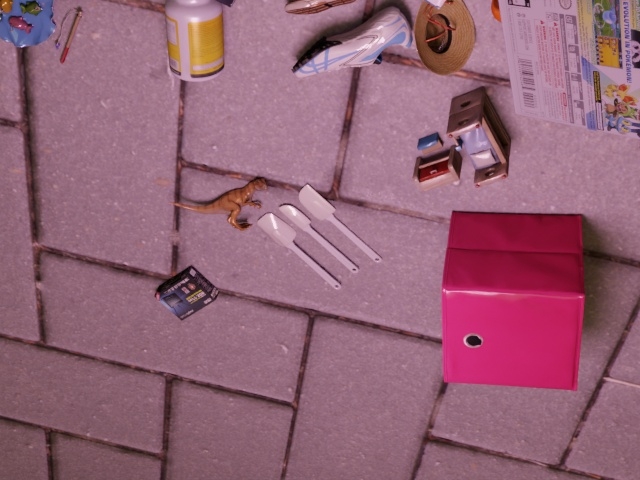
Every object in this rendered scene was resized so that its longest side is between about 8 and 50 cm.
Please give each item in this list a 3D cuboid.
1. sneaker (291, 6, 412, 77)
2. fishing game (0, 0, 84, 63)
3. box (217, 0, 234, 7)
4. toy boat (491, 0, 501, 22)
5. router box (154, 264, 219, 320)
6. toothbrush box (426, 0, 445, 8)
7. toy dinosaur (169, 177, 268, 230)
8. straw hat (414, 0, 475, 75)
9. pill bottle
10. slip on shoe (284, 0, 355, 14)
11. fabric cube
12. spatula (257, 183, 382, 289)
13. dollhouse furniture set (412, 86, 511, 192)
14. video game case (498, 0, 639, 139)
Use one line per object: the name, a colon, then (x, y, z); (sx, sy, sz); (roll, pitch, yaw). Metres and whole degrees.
sneaker: (0.054, -0.335, 1.720); (0.237, 0.085, 0.086); (-19, 117, 28)
fishing game: (-0.585, -0.444, 1.819); (0.264, 0.041, 0.189); (29, 132, -10)
box: (-0.186, -0.490, 1.607); (0.158, 0.156, 0.093); (24, 130, -6)
toy boat: (0.351, -0.383, 1.594); (0.151, 0.151, 0.231); (21, 137, 36)
router box: (-0.306, 0.121, 2.205); (0.122, 0.038, 0.092); (-31, 116, 32)
toothbrush box: (0.195, -0.511, 1.408); (0.126, 0.295, 0.216); (29, 128, -11)
toy dinosaur: (-0.193, -0.072, 2.020); (0.211, 0.064, 0.112); (-20, 103, 16)
straw hat: (0.197, -0.360, 1.676); (0.061, 0.144, 0.144); (16, 145, 55)
pill bottle: (-0.226, -0.387, 1.734); (0.103, 0.103, 0.184); (8, 130, 7)
slip on shoe: (-0.001, -0.428, 1.690); (0.135, 0.051, 0.041); (-8, 86, 29)
fabric cube: (0.377, 0.117, 1.892); (0.258, 0.259, 0.254); (3, 128, 12)
spatula: (0.000, 0.000, 2.050); (0.168, 0.019, 0.242); (-37, 113, 28)
dollhouse furniture set: (0.239, -0.169, 1.779); (0.184, 0.129, 0.129); (-19, 121, 26)
video game case: (0.410, -0.296, 1.432); (0.300, 0.036, 0.329); (18, 144, 34)
